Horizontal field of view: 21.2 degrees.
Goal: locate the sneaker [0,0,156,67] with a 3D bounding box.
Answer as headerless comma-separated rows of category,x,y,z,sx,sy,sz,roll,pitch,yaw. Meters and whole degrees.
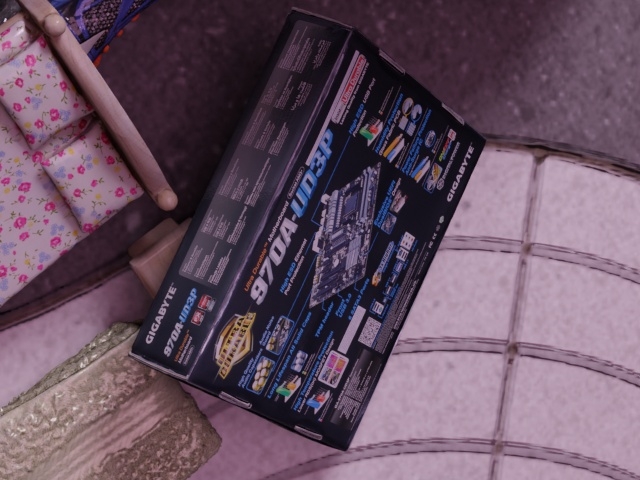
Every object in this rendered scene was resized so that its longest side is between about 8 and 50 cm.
sneaker,-0.159,-0.112,0.973,0.221,0.083,0.087,-30,117,-11

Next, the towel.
towel,-0.139,0.126,1.015,0.148,0.027,0.110,-35,106,-16

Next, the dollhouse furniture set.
dollhouse furniture set,-0.221,0.009,0.840,0.303,0.174,0.355,-38,125,-9

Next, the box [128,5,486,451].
box,0.000,0.000,1.004,0.175,0.051,0.220,31,82,-53
